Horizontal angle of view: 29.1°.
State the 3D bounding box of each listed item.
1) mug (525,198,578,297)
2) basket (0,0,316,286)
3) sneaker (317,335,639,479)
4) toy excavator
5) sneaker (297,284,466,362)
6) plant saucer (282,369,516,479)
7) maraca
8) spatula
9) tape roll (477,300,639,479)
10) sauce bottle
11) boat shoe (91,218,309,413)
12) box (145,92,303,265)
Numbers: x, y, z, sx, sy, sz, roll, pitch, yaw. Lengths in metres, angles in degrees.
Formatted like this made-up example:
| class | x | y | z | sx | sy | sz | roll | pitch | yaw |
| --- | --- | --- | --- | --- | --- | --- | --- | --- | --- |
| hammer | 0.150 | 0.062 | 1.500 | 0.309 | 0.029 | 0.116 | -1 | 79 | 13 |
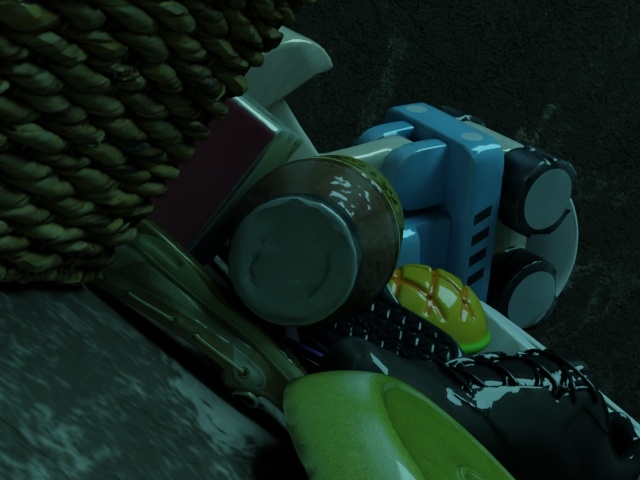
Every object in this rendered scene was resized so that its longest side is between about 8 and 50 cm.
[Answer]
| class | x | y | z | sx | sy | sz | roll | pitch | yaw |
| --- | --- | --- | --- | --- | --- | --- | --- | --- | --- |
| mug | 0.219 | 0.017 | 1.944 | 0.374 | 0.276 | 0.328 | 68 | -13 | -17 |
| basket | -0.153 | -0.125 | 0.523 | 0.213 | 0.223 | 0.299 | 39 | 6 | 9 |
| sneaker | 0.113 | 0.115 | 0.809 | 0.286 | 0.130 | 0.109 | 33 | 9 | -40 |
| toy excavator | 0.073 | -0.058 | 1.472 | 0.445 | 0.433 | 0.222 | -15 | 32 | -32 |
| sneaker | 0.045 | 0.092 | 0.980 | 0.235 | 0.084 | 0.097 | 45 | -16 | 50 |
| plant saucer | 0.078 | 0.146 | 0.600 | 0.241 | 0.037 | 0.241 | 44 | 9 | -9 |
| maraca | 0.075 | 0.072 | 1.153 | 0.185 | 0.099 | 0.127 | 5 | 20 | -30 |
| spatula | -0.039 | 0.042 | 0.941 | 0.084 | 0.030 | 0.296 | 35 | 6 | -47 |
| tape roll | 0.245 | 0.187 | 1.294 | 0.286 | 0.100 | 0.286 | 39 | 4 | -3 |
| sauce bottle | 0.000 | 0.000 | 0.808 | 0.111 | 0.111 | 0.344 | 38 | 7 | -1 |
| boat shoe | -0.057 | 0.055 | 0.670 | 0.153 | 0.048 | 0.056 | 44 | -2 | -6 |
| box | -0.144 | -0.096 | 0.870 | 0.232 | 0.127 | 0.148 | 39 | 5 | 3 |
